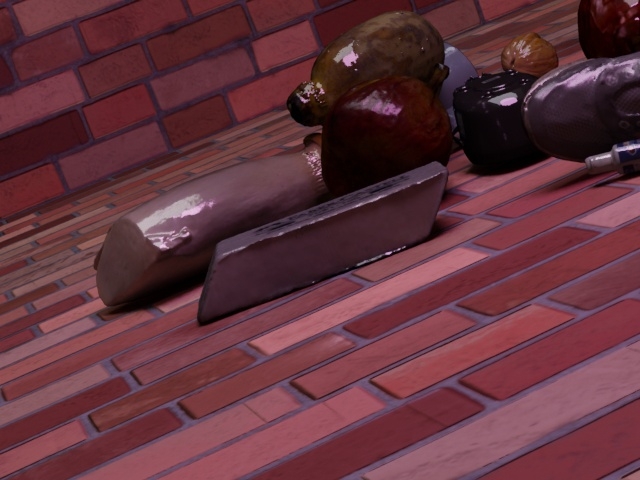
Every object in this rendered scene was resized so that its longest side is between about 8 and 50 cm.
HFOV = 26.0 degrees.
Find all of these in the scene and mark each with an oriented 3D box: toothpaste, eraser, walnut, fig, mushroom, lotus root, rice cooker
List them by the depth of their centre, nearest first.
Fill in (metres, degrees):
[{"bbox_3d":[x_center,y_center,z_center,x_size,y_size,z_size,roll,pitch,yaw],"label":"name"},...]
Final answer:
[{"bbox_3d":[0.417,-0.110,1.616,0.216,0.037,0.062,-12,9,15],"label":"toothpaste"},{"bbox_3d":[0.000,-0.001,1.724,0.352,0.077,0.111,-21,12,0],"label":"eraser"},{"bbox_3d":[0.094,-0.173,1.938,0.191,0.190,0.290,-15,43,23],"label":"fig"},{"bbox_3d":[0.259,-0.172,1.957,0.142,0.118,0.203,-22,16,-9],"label":"rice cooker"},{"bbox_3d":[-0.131,-0.037,1.962,0.407,0.137,0.154,-28,-28,-21],"label":"mushroom"},{"bbox_3d":[0.498,-0.309,2.000,0.244,0.221,0.269,-2,30,5],"label":"walnut"},{"bbox_3d":[0.078,-0.239,2.083,0.173,0.173,0.309,-8,20,46],"label":"lotus root"},{"bbox_3d":[0.378,-0.322,2.496,0.105,0.105,0.124,-13,-1,33],"label":"walnut"}]

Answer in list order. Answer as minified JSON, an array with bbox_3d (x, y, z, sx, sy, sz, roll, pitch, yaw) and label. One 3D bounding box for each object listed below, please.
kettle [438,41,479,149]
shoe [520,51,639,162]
[{"bbox_3d":[0.148,-0.189,2.241,0.243,0.160,0.210,-33,44,-23],"label":"kettle"},{"bbox_3d":[0.413,-0.173,1.648,0.336,0.132,0.171,-15,5,-3],"label":"shoe"}]
